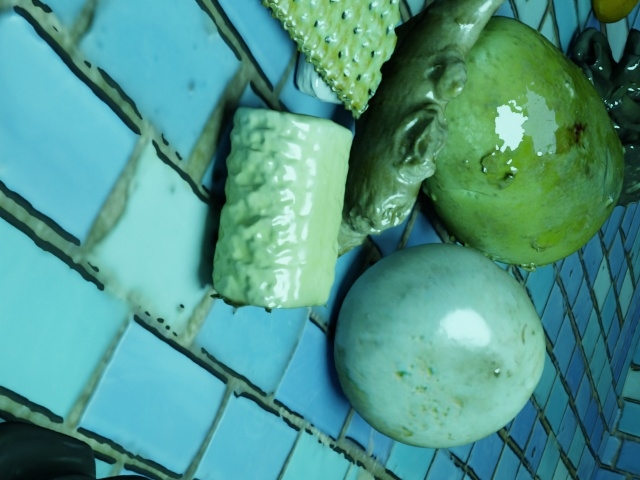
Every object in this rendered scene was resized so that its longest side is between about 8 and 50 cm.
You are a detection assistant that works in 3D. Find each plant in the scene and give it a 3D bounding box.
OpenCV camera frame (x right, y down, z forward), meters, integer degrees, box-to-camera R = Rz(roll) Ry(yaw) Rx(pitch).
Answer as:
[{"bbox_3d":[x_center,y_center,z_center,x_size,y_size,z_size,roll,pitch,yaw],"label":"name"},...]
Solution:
[{"bbox_3d":[0.490,-0.205,1.534,0.199,0.188,0.276,-45,140,-44],"label":"plant"}]

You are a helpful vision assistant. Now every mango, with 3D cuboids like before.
[{"bbox_3d":[0.520,-0.433,1.592,0.105,0.084,0.159,-60,148,-15],"label":"mango"}]

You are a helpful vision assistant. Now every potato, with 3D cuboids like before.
[{"bbox_3d":[0.223,-0.110,1.089,0.359,0.219,0.270,27,70,-54],"label":"potato"}]

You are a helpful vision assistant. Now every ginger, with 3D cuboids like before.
[{"bbox_3d":[0.078,-0.129,0.898,0.080,0.166,0.333,23,87,-37],"label":"ginger"}]

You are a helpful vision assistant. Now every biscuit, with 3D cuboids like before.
[{"bbox_3d":[0.018,-0.222,0.811,0.203,0.016,0.144,42,73,-46],"label":"biscuit"}]

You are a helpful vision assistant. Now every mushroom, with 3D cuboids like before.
[{"bbox_3d":[0.129,0.109,1.060,0.243,0.243,0.243,-34,131,-50],"label":"mushroom"}]

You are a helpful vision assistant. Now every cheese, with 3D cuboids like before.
[{"bbox_3d":[-0.035,-0.028,0.794,0.123,0.094,0.167,2,97,-51],"label":"cheese"}]

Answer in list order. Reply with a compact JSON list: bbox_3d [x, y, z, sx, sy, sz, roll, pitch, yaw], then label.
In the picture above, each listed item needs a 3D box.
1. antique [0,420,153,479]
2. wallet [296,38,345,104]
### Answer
[{"bbox_3d":[-0.136,0.243,0.579,0.185,0.255,0.322,-64,153,-14],"label":"antique"},{"bbox_3d":[0.023,-0.225,0.863,0.095,0.033,0.190,-6,109,-61],"label":"wallet"}]
